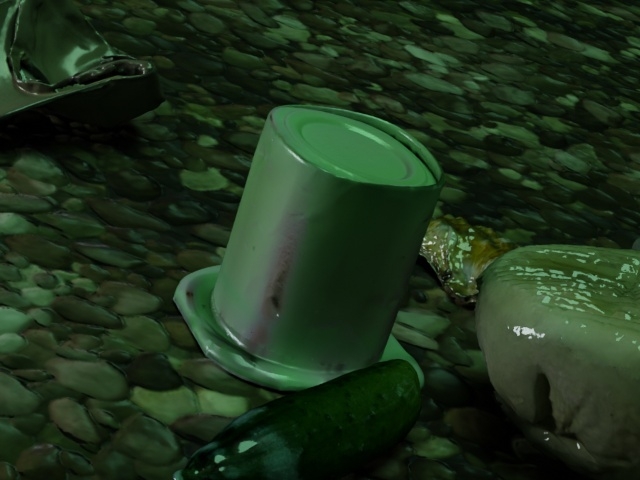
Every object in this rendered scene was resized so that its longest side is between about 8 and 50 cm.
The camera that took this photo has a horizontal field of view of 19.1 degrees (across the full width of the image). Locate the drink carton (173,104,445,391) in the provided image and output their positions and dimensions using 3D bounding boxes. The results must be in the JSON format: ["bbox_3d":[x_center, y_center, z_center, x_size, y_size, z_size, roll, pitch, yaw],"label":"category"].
[{"bbox_3d":[0.000,0.000,1.183,0.144,0.142,0.146,4,29,-26],"label":"drink carton"}]

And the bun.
[{"bbox_3d":[0.179,0.080,1.157,0.193,0.128,0.178,13,21,18],"label":"bun"}]

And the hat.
[{"bbox_3d":[-0.217,-0.116,1.395,0.175,0.085,0.147,-28,58,-28],"label":"hat"}]

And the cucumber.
[{"bbox_3d":[-0.005,0.110,1.051,0.056,0.056,0.250,30,25,25],"label":"cucumber"}]

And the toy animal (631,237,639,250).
[{"bbox_3d":[0.329,0.052,1.334,0.236,0.108,0.138,13,24,-11],"label":"toy animal"}]

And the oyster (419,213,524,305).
[{"bbox_3d":[0.114,0.015,1.365,0.122,0.045,0.146,8,21,15],"label":"oyster"}]
